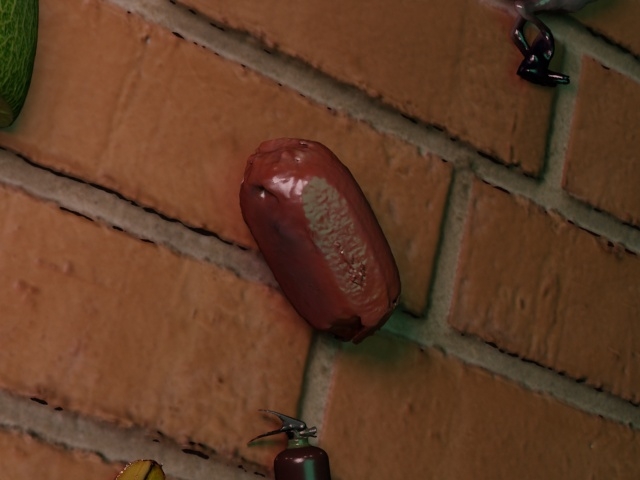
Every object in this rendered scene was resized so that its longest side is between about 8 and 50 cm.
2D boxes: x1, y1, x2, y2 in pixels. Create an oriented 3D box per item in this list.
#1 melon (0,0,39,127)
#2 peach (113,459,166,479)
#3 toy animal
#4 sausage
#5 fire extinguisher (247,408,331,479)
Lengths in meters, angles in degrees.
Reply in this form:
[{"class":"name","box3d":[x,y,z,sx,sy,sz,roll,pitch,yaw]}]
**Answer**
[{"class":"melon","box3d":[-0.416,-0.322,1.487,0.331,0.226,0.344,33,59,-68]},{"class":"peach","box3d":[-0.215,0.295,1.598,0.077,0.050,0.083,2,90,-56]},{"class":"toy animal","box3d":[0.365,-0.376,2.063,0.195,0.090,0.324,48,70,-25]},{"class":"sausage","box3d":[0.000,0.000,1.730,0.152,0.152,0.280,-36,105,-32]},{"class":"fire extinguisher","box3d":[-0.033,0.320,1.708,0.099,0.071,0.231,-8,85,-6]}]
